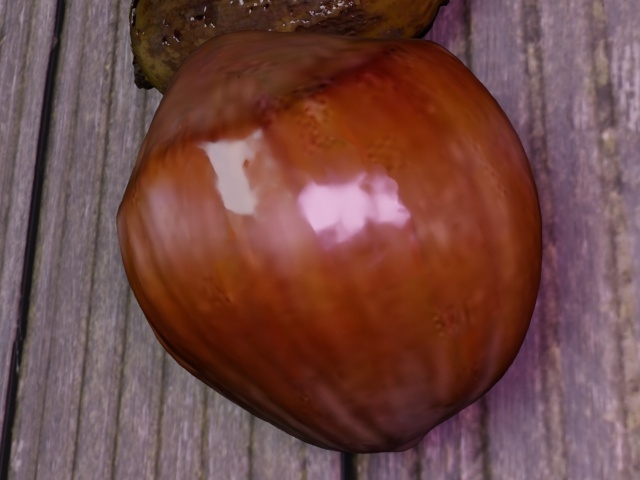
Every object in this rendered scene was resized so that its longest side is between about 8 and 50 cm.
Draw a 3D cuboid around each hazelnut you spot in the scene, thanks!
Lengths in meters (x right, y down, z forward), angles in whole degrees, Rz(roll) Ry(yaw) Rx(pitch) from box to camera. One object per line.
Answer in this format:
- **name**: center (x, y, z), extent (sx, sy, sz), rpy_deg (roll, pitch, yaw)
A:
- **hazelnut**: center (0.000, 0.000, 0.883), extent (0.372, 0.315, 0.372), rpy_deg (17, 116, 40)

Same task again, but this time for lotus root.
- **lotus root**: center (-0.048, -0.238, 1.092), extent (0.398, 0.179, 0.195), rpy_deg (-13, 48, 29)
